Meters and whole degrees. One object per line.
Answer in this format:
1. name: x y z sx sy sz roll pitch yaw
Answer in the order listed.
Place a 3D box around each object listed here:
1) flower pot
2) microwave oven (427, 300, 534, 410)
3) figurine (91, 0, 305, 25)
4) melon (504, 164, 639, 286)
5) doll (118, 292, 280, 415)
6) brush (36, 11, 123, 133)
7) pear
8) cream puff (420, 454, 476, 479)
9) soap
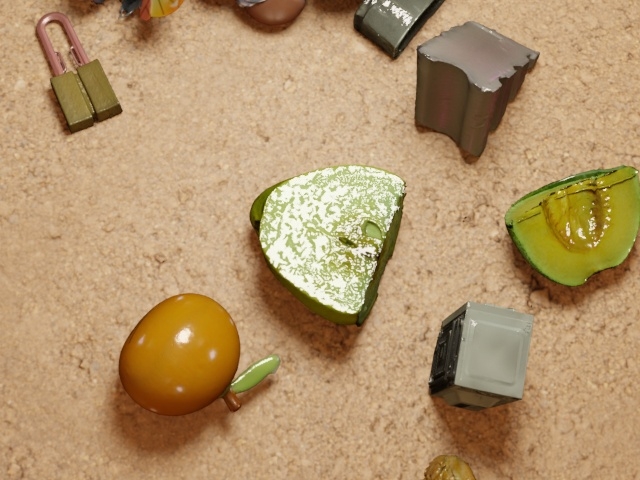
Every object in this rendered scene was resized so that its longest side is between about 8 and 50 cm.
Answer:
1. flower pot: 0.168 -0.466 1.920 0.108 0.103 0.229 36 76 5
2. microwave oven: 0.264 0.198 1.710 0.122 0.208 0.162 13 75 -2
3. figurine: -0.229 -0.526 1.851 0.388 0.248 0.276 -9 80 3
4. melon: 0.451 -0.017 1.834 0.265 0.129 0.169 -24 102 -13
5. doll: -0.207 0.207 1.679 0.236 0.213 0.213 39 76 -7
6. brush: -0.456 -0.321 1.859 0.103 0.047 0.233 -24 79 -10
7. pear: 0.000 0.000 1.765 0.292 0.159 0.292 1 73 -5
8. cream puff: 0.220 0.421 1.705 0.104 0.119 0.133 -27 52 7
9. soap: 0.286 -0.325 1.803 0.159 0.302 0.257 32 76 11
